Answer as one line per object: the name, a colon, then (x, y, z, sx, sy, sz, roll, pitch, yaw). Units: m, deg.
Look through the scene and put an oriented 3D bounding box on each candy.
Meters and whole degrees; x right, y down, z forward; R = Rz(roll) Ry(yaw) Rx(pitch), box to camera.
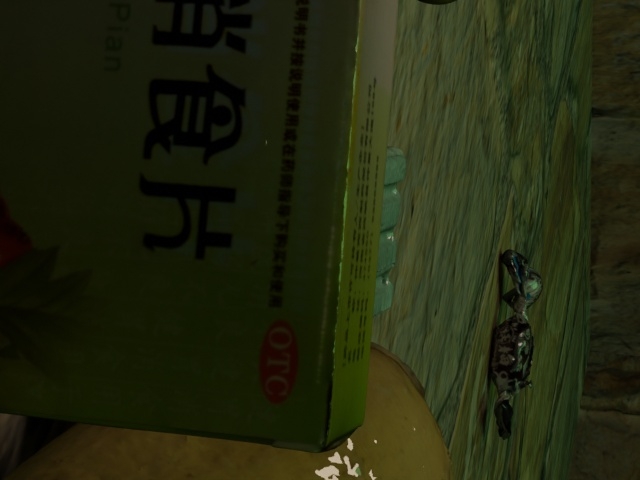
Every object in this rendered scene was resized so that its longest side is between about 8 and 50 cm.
candy: (0.227, 0.124, 2.074, 0.094, 0.051, 0.226, 36, 57, -62)

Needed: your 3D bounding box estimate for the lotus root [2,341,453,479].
lotus root: (-0.048, 0.128, 0.642, 0.303, 0.146, 0.131, -39, 169, -38)

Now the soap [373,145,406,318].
soap: (0.000, 0.000, 1.061, 0.198, 0.063, 0.114, -19, 115, -75)

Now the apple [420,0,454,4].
apple: (0.088, -0.225, 1.328, 0.089, 0.074, 0.089, 6, 90, -78)

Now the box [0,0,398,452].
box: (-0.066, -0.075, 0.531, 0.062, 0.175, 0.260, 2, 93, -78)

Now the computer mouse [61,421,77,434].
computer mouse: (-0.057, 0.138, 0.840, 0.158, 0.072, 0.310, -67, 149, -43)
